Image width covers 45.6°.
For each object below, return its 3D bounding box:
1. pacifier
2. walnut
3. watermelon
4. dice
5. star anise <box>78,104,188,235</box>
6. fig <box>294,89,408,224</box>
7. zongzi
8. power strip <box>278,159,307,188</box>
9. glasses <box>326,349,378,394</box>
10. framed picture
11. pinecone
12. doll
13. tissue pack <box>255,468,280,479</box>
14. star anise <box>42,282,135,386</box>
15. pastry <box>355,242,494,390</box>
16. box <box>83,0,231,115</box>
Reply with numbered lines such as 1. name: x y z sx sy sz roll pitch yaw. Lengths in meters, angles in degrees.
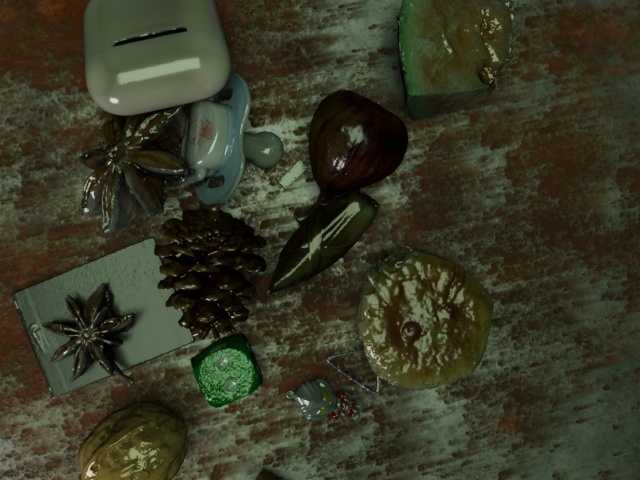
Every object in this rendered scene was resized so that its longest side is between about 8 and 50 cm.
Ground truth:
1. pacifier: -0.185 -0.206 1.644 0.225 0.238 0.287 11 79 -35
2. walnut: -0.399 0.450 1.612 0.245 0.198 0.198 -41 93 -5
3. watermelon: 0.271 -0.409 1.689 0.301 0.151 0.264 0 87 -22
4. dice: -0.201 0.281 1.653 0.130 0.128 0.120 -25 94 -5
5. star anise: -0.387 -0.159 1.595 0.117 0.331 0.332 34 87 -48
6. fig: 0.040 -0.162 1.664 0.217 0.217 0.321 32 116 -4
7. zongzi: 0.000 0.000 1.581 0.112 0.242 0.221 46 126 2
8. power strip: -0.064 -0.148 1.715 0.083 0.017 0.027 -44 92 -3
9. glasses: 0.096 0.269 1.708 0.140 0.062 0.104 37 86 -5
10. framed picture: -0.481 0.172 1.690 0.338 0.014 0.255 -22 91 -4
11. pinecone: -0.232 0.061 1.605 0.243 0.244 0.309 6 107 -4
12. doll: 0.010 0.360 1.699 0.180 0.079 0.094 17 89 -16
13. tissue pack: -0.079 0.590 1.668 0.169 0.120 0.082 34 90 -3
14. star anise: -0.483 0.215 1.638 0.209 0.089 0.231 -17 85 8
15. pastry: 0.218 0.177 1.673 0.329 0.136 0.330 0 88 -10
16. box: -0.340 -0.409 1.565 0.288 0.141 0.349 -12 51 -5
